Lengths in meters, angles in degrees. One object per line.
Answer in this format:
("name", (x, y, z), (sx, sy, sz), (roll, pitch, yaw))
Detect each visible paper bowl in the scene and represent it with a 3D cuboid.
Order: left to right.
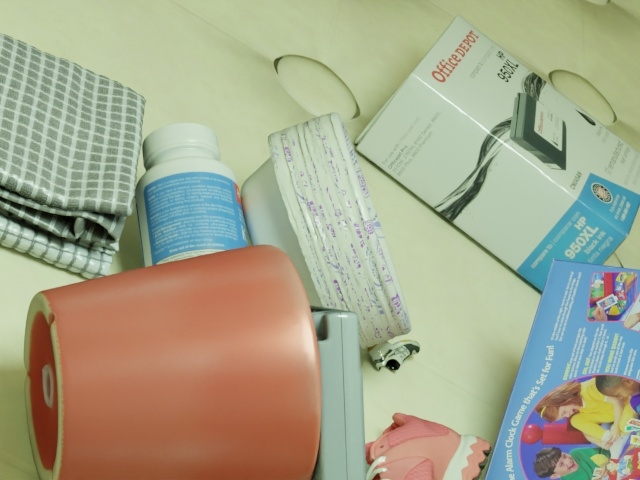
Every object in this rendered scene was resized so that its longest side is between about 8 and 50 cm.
("paper bowl", (0.000, 0.000, 1.992), (0.284, 0.148, 0.284), (-19, 90, -87))

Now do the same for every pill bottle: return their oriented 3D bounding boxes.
("pill bottle", (-0.150, -0.021, 1.917), (0.124, 0.124, 0.221), (10, 58, -37))

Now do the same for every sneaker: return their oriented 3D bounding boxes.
("sneaker", (0.095, 0.147, 2.088), (0.083, 0.032, 0.037), (-3, 63, -40))
("sneaker", (0.087, 0.290, 1.843), (0.136, 0.116, 0.314), (29, 24, 6))

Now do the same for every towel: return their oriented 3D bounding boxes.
("towel", (-0.325, -0.112, 1.913), (0.235, 0.121, 0.284), (23, 35, -21))

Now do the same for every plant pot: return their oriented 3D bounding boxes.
("plant pot", (-0.155, 0.139, 1.624), (0.243, 0.275, 0.275), (-2, 46, -20))

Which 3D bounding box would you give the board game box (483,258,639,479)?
("board game box", (0.348, 0.195, 1.957), (0.233, 0.078, 0.347), (7, 57, 25))

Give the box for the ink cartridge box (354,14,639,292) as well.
("ink cartridge box", (0.283, -0.127, 2.487), (0.395, 0.166, 0.285), (37, 31, 0))

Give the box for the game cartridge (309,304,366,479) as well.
("game cartridge", (-0.013, 0.166, 1.702), (0.062, 0.297, 0.198), (-6, 92, -14))
